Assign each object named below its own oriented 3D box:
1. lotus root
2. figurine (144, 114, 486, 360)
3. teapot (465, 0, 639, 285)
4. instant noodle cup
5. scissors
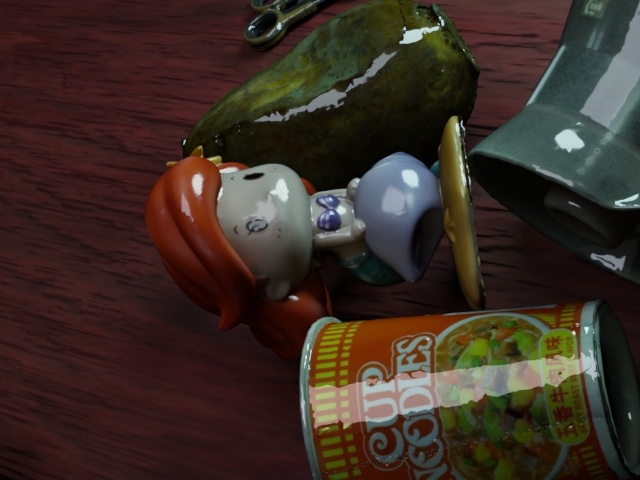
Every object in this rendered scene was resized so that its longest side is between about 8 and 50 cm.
[{"bbox_3d":[0.015,-0.103,1.717,0.275,0.152,0.160,-31,16,22],"label":"lotus root"},{"bbox_3d":[0.000,0.005,1.592,0.257,0.208,0.181,-7,87,6],"label":"figurine"},{"bbox_3d":[0.269,-0.154,1.500,0.344,0.253,0.300,-57,17,-8],"label":"teapot"},{"bbox_3d":[0.117,0.128,1.427,0.212,0.193,0.193,-13,48,19],"label":"instant noodle cup"},{"bbox_3d":[0.020,-0.249,1.953,0.220,0.017,0.088,-16,43,29],"label":"scissors"}]
